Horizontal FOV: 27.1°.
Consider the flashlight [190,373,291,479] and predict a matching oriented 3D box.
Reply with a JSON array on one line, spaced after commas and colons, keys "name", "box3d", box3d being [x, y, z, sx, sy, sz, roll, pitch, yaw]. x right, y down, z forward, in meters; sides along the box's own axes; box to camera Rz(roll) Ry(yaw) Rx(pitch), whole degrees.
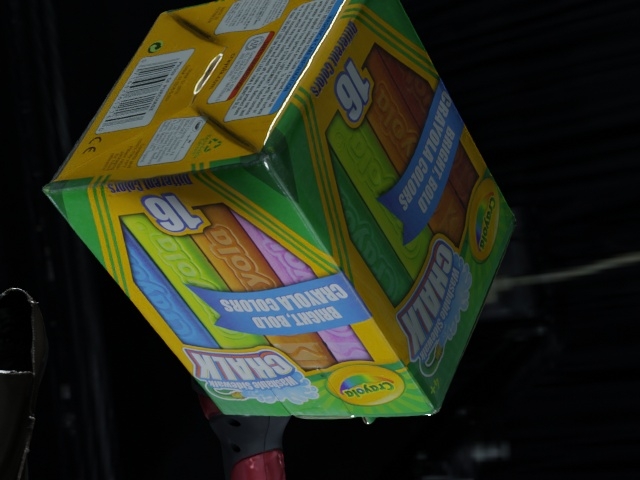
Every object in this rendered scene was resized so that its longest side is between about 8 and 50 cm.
[{"name": "flashlight", "box3d": [-0.049, 0.221, 1.178, 0.103, 0.103, 0.304, -29, -65, -61]}]

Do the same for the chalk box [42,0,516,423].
[{"name": "chalk box", "box3d": [0.000, 0.000, 0.866, 0.289, 0.179, 0.180, 55, -135, -34]}]

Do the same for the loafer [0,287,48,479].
[{"name": "loafer", "box3d": [-0.242, 0.121, 0.940, 0.078, 0.080, 0.220, 104, 169, -46]}]
